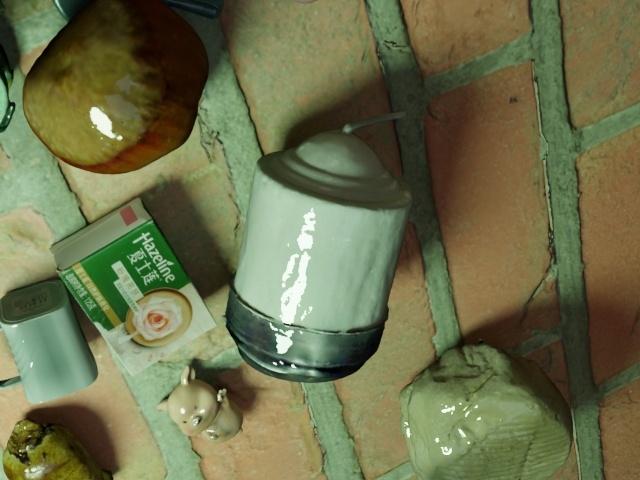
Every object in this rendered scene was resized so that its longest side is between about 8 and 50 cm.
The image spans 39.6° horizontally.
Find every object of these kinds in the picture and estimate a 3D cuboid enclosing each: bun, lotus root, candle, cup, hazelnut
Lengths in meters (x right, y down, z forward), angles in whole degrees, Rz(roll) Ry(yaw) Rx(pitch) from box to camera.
[{"bbox_3d":[0.262,0.282,1.450,0.282,0.204,0.281,-11,134,-12],"label":"bun"},{"bbox_3d":[-0.358,0.324,1.242,0.108,0.094,0.190,-15,136,24],"label":"lotus root"},{"bbox_3d":[0.000,0.000,1.158,0.221,0.221,0.342,0,114,-26],"label":"candle"},{"bbox_3d":[-0.364,0.134,1.132,0.128,0.095,0.129,-18,120,-14],"label":"cup"},{"bbox_3d":[-0.214,-0.160,0.980,0.210,0.186,0.210,-8,120,-13],"label":"hazelnut"}]

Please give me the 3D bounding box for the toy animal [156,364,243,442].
[{"bbox_3d":[-0.170,0.253,1.305,0.150,0.089,0.083,46,70,-33],"label":"toy animal"}]

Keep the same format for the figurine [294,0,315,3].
[{"bbox_3d":[-0.022,-0.319,1.063,0.083,0.067,0.071,-22,105,6],"label":"figurine"}]

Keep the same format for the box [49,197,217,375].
[{"bbox_3d":[-0.242,0.062,1.160,0.135,0.081,0.199,-31,128,-7],"label":"box"}]

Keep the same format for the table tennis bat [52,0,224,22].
[{"bbox_3d":[-0.207,-0.286,1.014,0.201,0.033,0.124,5,119,-26],"label":"table tennis bat"}]

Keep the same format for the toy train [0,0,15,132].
[{"bbox_3d":[-0.480,-0.104,0.911,0.253,0.160,0.397,21,107,-28],"label":"toy train"}]
